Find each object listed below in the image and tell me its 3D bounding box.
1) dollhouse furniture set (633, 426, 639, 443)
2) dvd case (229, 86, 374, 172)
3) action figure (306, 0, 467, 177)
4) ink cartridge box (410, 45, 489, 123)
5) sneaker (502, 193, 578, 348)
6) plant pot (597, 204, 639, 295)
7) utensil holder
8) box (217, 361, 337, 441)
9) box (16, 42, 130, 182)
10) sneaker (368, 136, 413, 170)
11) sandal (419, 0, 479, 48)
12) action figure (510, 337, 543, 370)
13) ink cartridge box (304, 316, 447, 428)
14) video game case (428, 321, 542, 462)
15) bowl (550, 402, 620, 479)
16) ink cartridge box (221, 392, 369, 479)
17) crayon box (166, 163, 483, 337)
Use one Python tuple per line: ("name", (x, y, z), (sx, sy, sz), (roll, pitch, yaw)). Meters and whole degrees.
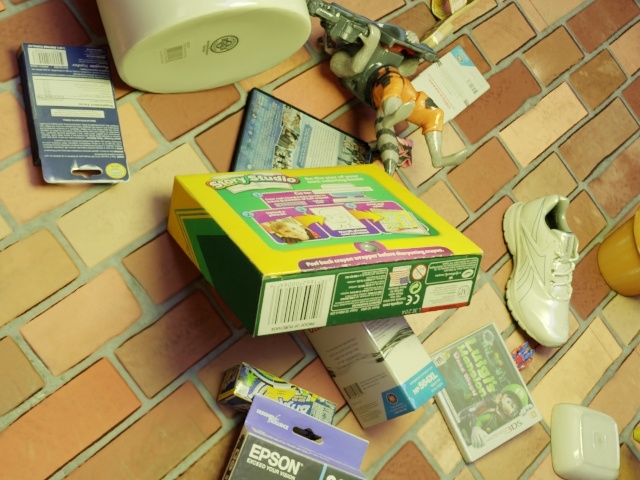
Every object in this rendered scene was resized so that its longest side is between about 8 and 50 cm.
("dollhouse furniture set", (0.545, 0.510, 1.801), (0.198, 0.286, 0.303), (3, 33, 9))
("dvd case", (-0.026, -0.134, 1.751), (0.253, 0.022, 0.180), (24, 58, -23))
("action figure", (0.076, -0.278, 1.756), (0.341, 0.178, 0.330), (15, 33, -41))
("ink cartridge box", (0.228, -0.281, 1.953), (0.180, 0.060, 0.104), (-39, 94, -38))
("sneaker", (0.411, 0.049, 1.885), (0.111, 0.129, 0.297), (8, 65, -31))
("plant pot", (0.655, 0.021, 2.020), (0.205, 0.188, 0.205), (13, 65, -28))
("utensil holder", (-0.205, -0.462, 1.588), (0.328, 0.327, 0.385), (-9, 77, -35))
("box", (-0.064, 0.242, 1.540), (0.169, 0.059, 0.054), (28, 58, -20))
("box", (-0.368, -0.184, 1.540), (0.136, 0.036, 0.225), (-2, 70, -33))
("sneaker", (0.129, -0.154, 1.835), (0.119, 0.047, 0.057), (1, 85, -51))
("sandal", (0.249, -0.468, 2.030), (0.079, 0.088, 0.240), (49, 57, -13))
("action figure", (0.363, 0.206, 1.854), (0.115, 0.030, 0.038), (-35, 95, -35))
("ink cartridge box", (0.079, 0.175, 1.605), (0.086, 0.148, 0.203), (-30, 88, -37))
("video game case", (0.274, 0.257, 1.764), (0.173, 0.022, 0.190), (-23, 83, -30))
("bowl", (0.483, 0.362, 1.849), (0.142, 0.053, 0.142), (20, 59, -26))
("ink cartridge box", (-0.039, 0.352, 1.483), (0.206, 0.045, 0.208), (26, 75, -21))
("crayon box", (0.000, 0.000, 1.531), (0.363, 0.106, 0.313), (-5, 30, -30))
